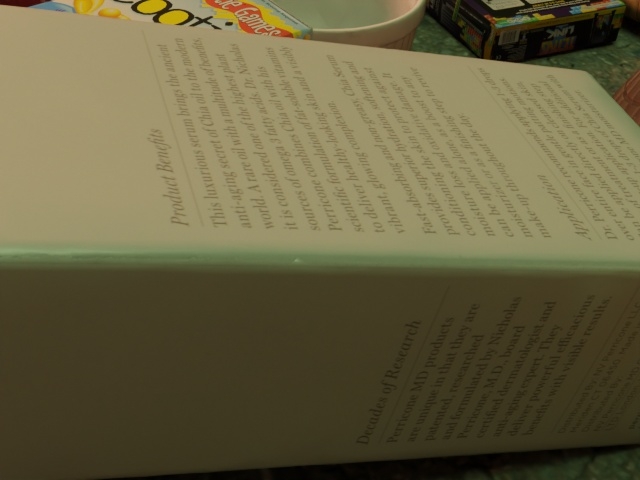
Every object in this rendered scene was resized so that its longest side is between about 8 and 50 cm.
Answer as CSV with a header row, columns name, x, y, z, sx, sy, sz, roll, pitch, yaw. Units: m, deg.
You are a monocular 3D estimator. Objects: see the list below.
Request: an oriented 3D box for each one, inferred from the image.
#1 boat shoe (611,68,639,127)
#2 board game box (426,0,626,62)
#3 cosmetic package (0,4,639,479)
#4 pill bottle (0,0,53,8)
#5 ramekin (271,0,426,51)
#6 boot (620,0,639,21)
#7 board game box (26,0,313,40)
name,x,y,z,sx,sy,sz,roll,pitch,yaw
boat shoe,0.310,-0.062,0.821,0.116,0.123,0.324,38,28,-13
board game box,0.220,-0.256,1.078,0.170,0.048,0.141,-14,42,-22
cosmetic package,0.000,0.000,0.593,0.453,0.161,0.230,2,38,-22
pill bottle,-0.341,-0.328,0.961,0.392,0.224,0.224,5,39,-1
ramekin,-0.008,-0.200,0.935,0.207,0.109,0.207,3,40,-3
boot,0.451,-0.291,1.069,0.236,0.089,0.269,-51,54,0
board game box,-0.159,-0.098,0.764,0.275,0.144,0.142,-26,49,-32
